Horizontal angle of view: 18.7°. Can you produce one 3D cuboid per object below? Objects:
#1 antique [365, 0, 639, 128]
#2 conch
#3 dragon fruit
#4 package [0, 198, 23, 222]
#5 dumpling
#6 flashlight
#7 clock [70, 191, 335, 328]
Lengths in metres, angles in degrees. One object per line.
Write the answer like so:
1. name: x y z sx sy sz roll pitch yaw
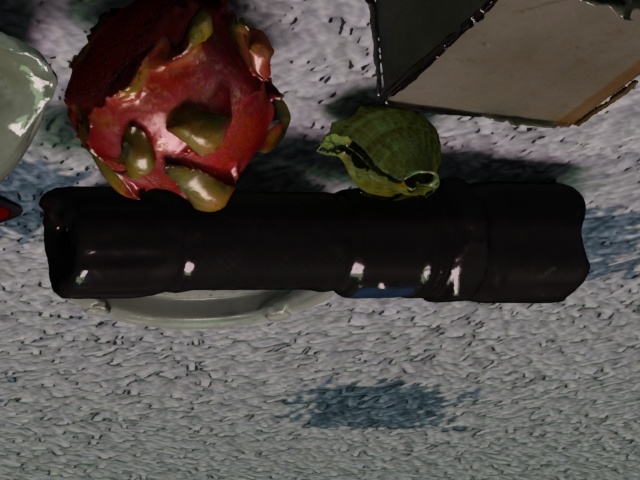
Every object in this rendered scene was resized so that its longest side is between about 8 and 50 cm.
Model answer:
1. antique: 0.115 -0.153 1.004 0.148 0.152 0.146 6 158 -26
2. conch: 0.044 -0.058 1.346 0.089 0.074 0.121 4 -163 -16
3. dragon fruit: -0.084 -0.086 1.192 0.133 0.150 0.207 -39 158 4
4. package: -0.382 0.003 1.476 0.269 0.071 0.194 -15 171 20
5. dumpling: -0.252 -0.079 1.215 0.152 0.108 0.219 12 152 -35
6. flashlight: 0.000 0.000 1.408 0.424 0.103 0.103 0 160 -25
7. clock: -0.093 0.009 1.538 0.236 0.053 0.236 -4 158 -2
